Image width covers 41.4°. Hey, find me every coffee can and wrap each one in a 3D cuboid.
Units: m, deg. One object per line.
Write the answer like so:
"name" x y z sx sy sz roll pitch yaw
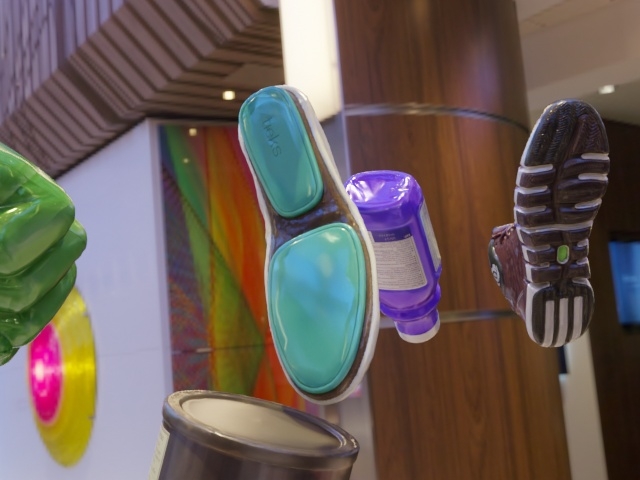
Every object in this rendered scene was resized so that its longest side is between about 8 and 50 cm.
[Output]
"coffee can" -0.091 0.312 0.851 0.201 0.275 0.201 14 1 0

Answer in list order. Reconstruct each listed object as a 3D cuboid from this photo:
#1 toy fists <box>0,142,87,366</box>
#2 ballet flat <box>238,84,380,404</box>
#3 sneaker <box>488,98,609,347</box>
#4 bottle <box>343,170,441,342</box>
"toy fists" -0.243 0.043 0.496 0.142 0.096 0.279 32 -57 -23
"ballet flat" 0.000 0.000 0.993 0.139 0.400 0.139 -12 -25 -6
"sneaker" 0.245 -0.029 0.992 0.106 0.281 0.162 -2 14 -14
"bottle" 0.110 0.031 1.193 0.118 0.092 0.283 1 -44 26
